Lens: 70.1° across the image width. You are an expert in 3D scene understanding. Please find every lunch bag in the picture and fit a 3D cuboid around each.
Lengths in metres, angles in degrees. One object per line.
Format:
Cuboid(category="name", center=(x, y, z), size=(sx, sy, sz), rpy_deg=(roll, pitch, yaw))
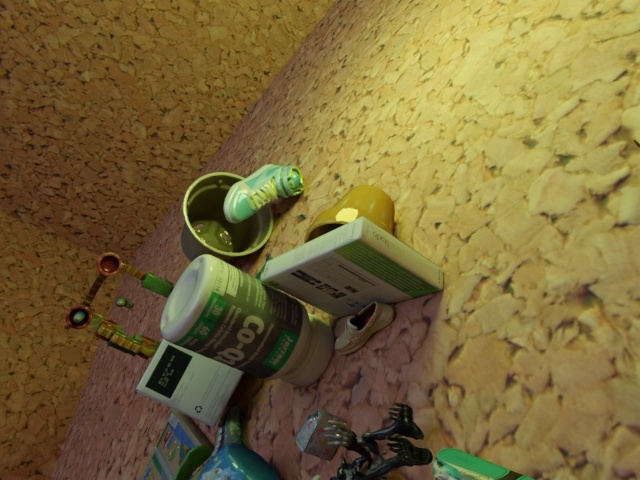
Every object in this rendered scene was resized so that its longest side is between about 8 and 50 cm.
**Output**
Cuboid(category="lunch bag", center=(0.003, 0.385, 0.915), size=(0.083, 0.071, 0.053), rpy_deg=(-62, 24, -2))

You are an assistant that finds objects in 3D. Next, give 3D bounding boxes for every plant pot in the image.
Cuboid(category="plant pot", center=(0.089, -0.026, 1.070), size=(0.205, 0.205, 0.188), rpy_deg=(-28, 25, 44))
Cuboid(category="plant pot", center=(-0.394, -0.044, 1.760), size=(0.305, 0.334, 0.333), rpy_deg=(-39, 32, 53))

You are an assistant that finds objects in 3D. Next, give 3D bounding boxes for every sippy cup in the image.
Cuboid(category="sippy cup", center=(-0.196, 0.555, 0.931), size=(0.224, 0.305, 0.240), rpy_deg=(-52, -16, -10))

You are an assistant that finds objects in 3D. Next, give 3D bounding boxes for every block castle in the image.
Cuboid(category="block castle", center=(-0.669, 0.268, 1.712), size=(0.303, 0.453, 0.213), rpy_deg=(-62, 20, -8))

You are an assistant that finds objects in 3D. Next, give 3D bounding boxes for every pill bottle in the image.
Cuboid(category="pill bottle", center=(-0.156, 0.196, 1.047), size=(0.204, 0.361, 0.204), rpy_deg=(-39, 34, 33))

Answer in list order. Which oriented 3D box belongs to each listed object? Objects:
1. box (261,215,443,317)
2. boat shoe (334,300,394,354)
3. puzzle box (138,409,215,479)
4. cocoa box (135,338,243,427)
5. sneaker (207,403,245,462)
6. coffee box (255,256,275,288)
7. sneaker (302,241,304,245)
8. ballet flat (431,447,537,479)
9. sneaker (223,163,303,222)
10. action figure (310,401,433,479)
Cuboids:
Cuboid(category="box", center=(0.058, 0.073, 0.962), size=(0.322, 0.232, 0.058), rpy_deg=(-23, 45, 47))
Cuboid(category="boat shoe", center=(0.083, 0.186, 0.994), size=(0.170, 0.059, 0.063), rpy_deg=(-45, 31, 24))
Cuboid(category="puzzle box", center=(-0.418, 0.685, 1.318), size=(0.409, 0.052, 0.272), rpy_deg=(1, 64, 58))
Cuboid(category="cocoa box", center=(-0.302, 0.284, 1.275), size=(0.347, 0.231, 0.228), rpy_deg=(-62, 4, -7))
Cuboid(category="sneaker", center=(-0.214, 0.519, 1.159), size=(0.098, 0.083, 0.223), rpy_deg=(-8, 35, 12))
Cuboid(category="coffee box", center=(-0.189, 0.153, 1.483), size=(0.184, 0.040, 0.113), rpy_deg=(-54, 28, 7))
Cuboid(category="sneaker", center=(0.000, 0.000, 1.314), size=(0.065, 0.061, 0.158), rpy_deg=(-58, 28, -12))
Cuboid(category="ballet flat", center=(0.244, 0.340, 0.585), size=(0.241, 0.091, 0.077), rpy_deg=(-8, 86, 61))
Cuboid(category="sneaker", center=(-0.185, -0.174, 1.611), size=(0.208, 0.127, 0.319), rpy_deg=(3, 42, 38))
Cuboid(category="action figure", center=(0.052, 0.380, 0.756), size=(0.275, 0.141, 0.164), rpy_deg=(-53, 10, 25))
